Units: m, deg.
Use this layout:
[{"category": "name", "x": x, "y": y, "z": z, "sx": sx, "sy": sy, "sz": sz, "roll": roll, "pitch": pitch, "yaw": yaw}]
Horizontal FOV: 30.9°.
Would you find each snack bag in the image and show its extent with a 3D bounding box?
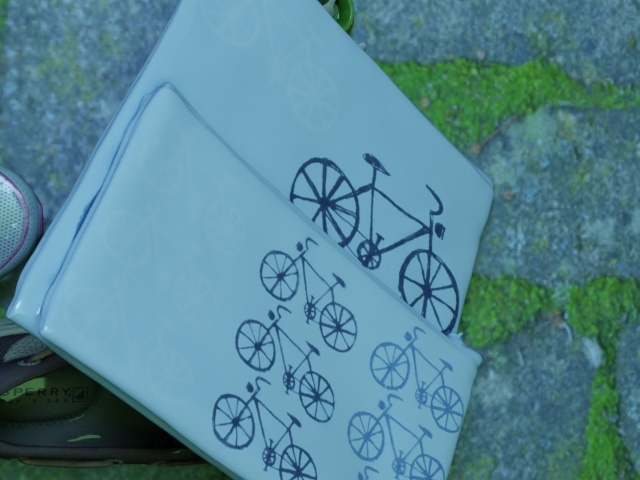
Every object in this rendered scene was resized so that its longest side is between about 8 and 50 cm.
[{"category": "snack bag", "x": 0.000, "y": 0.000, "z": 0.739, "sx": 0.323, "sy": 0.037, "sz": 0.343, "roll": 42, "pitch": 50, "yaw": -29}]

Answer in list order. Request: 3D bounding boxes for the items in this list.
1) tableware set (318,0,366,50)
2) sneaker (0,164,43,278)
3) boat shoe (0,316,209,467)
[{"category": "tableware set", "x": -0.030, "y": -0.184, "z": 0.815, "sx": 0.104, "sy": 0.024, "sz": 0.154, "roll": -28, "pitch": 104, "yaw": -21}, {"category": "sneaker", "x": -0.281, "y": -0.006, "z": 0.660, "sx": 0.252, "sy": 0.111, "sz": 0.103, "roll": -3, "pitch": 94, "yaw": -24}, {"category": "boat shoe", "x": -0.068, "y": 0.095, "z": 0.755, "sx": 0.341, "sy": 0.123, "sz": 0.123, "roll": 1, "pitch": 92, "yaw": -24}]
